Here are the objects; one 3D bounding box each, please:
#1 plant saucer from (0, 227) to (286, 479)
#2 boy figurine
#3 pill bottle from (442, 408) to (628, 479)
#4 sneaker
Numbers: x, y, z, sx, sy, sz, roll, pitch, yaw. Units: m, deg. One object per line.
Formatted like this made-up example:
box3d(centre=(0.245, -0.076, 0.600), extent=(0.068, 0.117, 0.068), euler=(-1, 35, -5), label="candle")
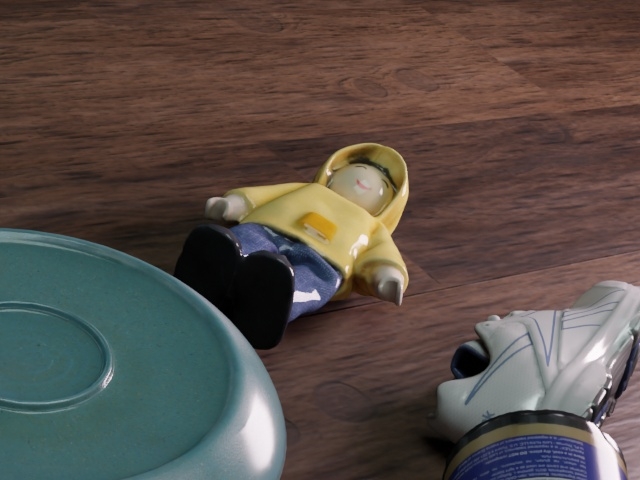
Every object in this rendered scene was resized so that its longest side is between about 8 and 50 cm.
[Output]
box3d(centre=(-0.172, 0.078, 1.139), extent=(0.317, 0.044, 0.317), euler=(9, 31, -5), label="plant saucer")
box3d(centre=(0.000, 0.000, 1.610), extent=(0.177, 0.092, 0.285), euler=(27, 29, 18), label="boy figurine")
box3d(centre=(0.138, 0.220, 1.223), extent=(0.123, 0.123, 0.219), euler=(15, 39, -12), label="pill bottle")
box3d(centre=(0.178, 0.091, 1.553), extent=(0.129, 0.111, 0.297), euler=(22, 24, 14), label="sneaker")
